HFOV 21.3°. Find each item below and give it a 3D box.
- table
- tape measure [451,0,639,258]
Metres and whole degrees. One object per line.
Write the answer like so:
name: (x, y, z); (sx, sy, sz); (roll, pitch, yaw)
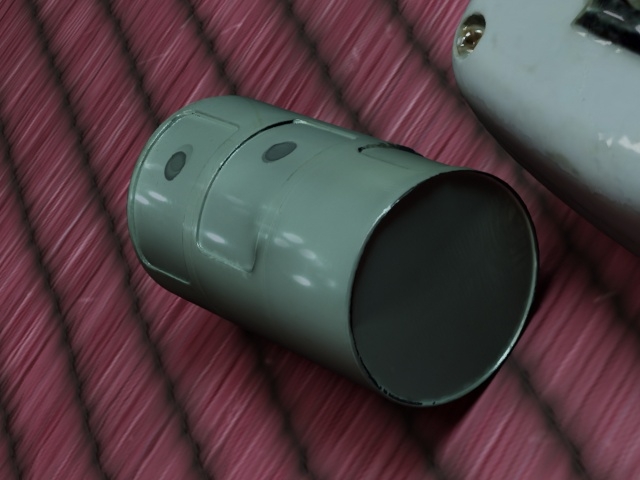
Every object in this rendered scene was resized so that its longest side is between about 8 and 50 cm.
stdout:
table: (0.000, 0.000, 0.930); (0.220, 0.126, 0.126); (23, 74, 51)
tape measure: (0.209, -0.112, 0.792); (0.258, 0.130, 0.265); (27, 79, 38)
